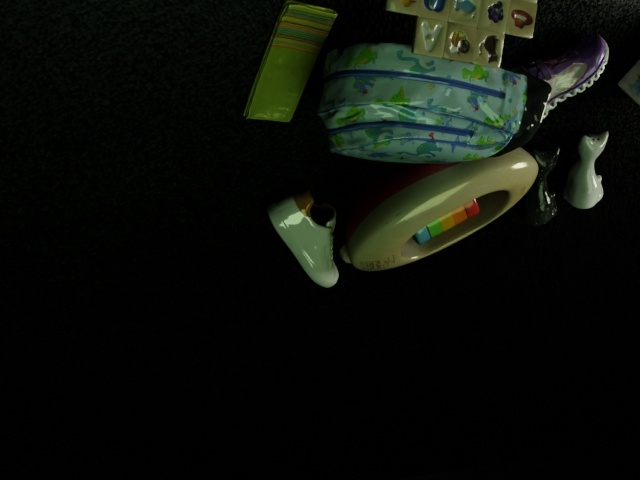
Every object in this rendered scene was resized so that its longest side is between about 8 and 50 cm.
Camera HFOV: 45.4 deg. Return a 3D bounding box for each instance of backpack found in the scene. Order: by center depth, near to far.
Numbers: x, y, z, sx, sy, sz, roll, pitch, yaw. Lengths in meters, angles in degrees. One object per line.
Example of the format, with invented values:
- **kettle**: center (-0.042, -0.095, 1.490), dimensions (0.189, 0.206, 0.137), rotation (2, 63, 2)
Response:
- **backpack**: center (0.169, -0.244, 1.359), dimensions (0.356, 0.290, 0.273), rotation (22, 86, -31)

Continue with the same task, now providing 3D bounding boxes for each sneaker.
- **sneaker**: center (0.474, -0.338, 1.561), dimensions (0.236, 0.095, 0.104), rotation (-40, 131, 18)
- **sneaker**: center (0.000, 0.000, 1.658), dimensions (0.123, 0.106, 0.290), rotation (-28, 139, 6)

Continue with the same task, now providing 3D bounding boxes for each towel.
- **towel**: center (-0.056, -0.310, 1.358), dimensions (0.102, 0.021, 0.237), rotation (3, 133, -29)

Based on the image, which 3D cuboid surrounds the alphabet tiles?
- **alphabet tiles**: center (0.241, -0.458, 1.215), dimensions (0.285, 0.011, 0.342), rotation (2, 100, -26)

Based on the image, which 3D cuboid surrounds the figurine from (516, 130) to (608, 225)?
- **figurine**: center (0.580, -0.158, 1.817), dimensions (0.215, 0.092, 0.209), rotation (-18, 136, -11)

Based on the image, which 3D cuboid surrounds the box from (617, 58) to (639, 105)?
- **box**: center (0.776, -0.376, 1.664), dimensions (0.114, 0.103, 0.203), rotation (13, 127, -37)

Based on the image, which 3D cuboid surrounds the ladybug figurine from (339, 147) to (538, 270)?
- **ladybug figurine**: center (0.234, -0.088, 1.617), dimensions (0.449, 0.162, 0.305), rotation (-27, 159, -2)
